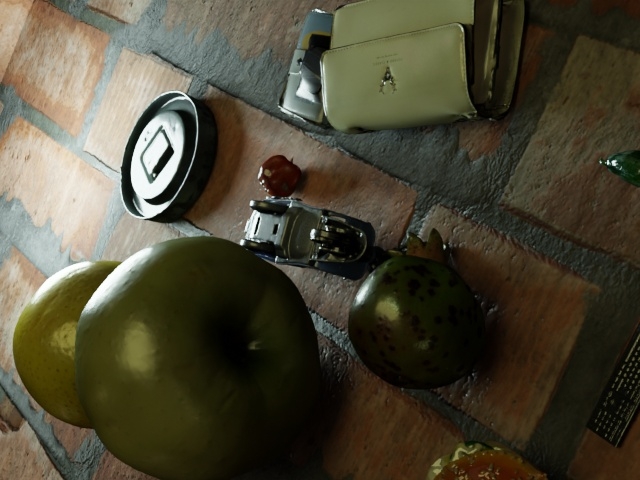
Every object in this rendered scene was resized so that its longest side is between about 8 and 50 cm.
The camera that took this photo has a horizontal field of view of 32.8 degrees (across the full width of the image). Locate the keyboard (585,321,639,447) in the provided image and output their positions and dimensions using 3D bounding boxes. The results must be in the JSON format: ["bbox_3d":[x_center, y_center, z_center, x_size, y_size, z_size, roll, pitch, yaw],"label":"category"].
[{"bbox_3d":[0.447,0.193,1.552,0.067,0.011,0.202,34,102,50],"label":"keyboard"}]

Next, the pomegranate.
[{"bbox_3d":[0.144,0.101,1.761,0.231,0.231,0.286,-36,52,35],"label":"pomegranate"}]

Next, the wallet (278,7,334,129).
[{"bbox_3d":[-0.007,-0.352,2.227,0.170,0.069,0.231,28,99,45],"label":"wallet"}]

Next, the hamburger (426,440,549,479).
[{"bbox_3d":[0.249,0.409,1.593,0.237,0.147,0.237,-16,68,44],"label":"hamburger"}]

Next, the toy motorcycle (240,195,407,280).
[{"bbox_3d":[0.000,0.000,1.989,0.358,0.212,0.125,11,85,54],"label":"toy motorcycle"}]

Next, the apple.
[{"bbox_3d":[-0.235,0.225,1.990,0.473,0.473,0.474,-20,62,43],"label":"apple"}]

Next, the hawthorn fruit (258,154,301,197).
[{"bbox_3d":[-0.081,-0.133,2.221,0.093,0.093,0.093,-20,62,43],"label":"hawthorn fruit"}]

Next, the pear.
[{"bbox_3d":[-0.472,0.219,2.331,0.418,0.362,0.362,-13,66,52],"label":"pear"}]

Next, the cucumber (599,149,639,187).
[{"bbox_3d":[0.498,-0.092,1.567,0.250,0.056,0.056,28,98,47],"label":"cucumber"}]

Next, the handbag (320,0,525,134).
[{"bbox_3d":[0.172,-0.318,1.944,0.358,0.160,0.237,0,83,48],"label":"handbag"}]

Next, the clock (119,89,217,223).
[{"bbox_3d":[-0.363,-0.197,2.573,0.319,0.066,0.319,-19,63,43],"label":"clock"}]
